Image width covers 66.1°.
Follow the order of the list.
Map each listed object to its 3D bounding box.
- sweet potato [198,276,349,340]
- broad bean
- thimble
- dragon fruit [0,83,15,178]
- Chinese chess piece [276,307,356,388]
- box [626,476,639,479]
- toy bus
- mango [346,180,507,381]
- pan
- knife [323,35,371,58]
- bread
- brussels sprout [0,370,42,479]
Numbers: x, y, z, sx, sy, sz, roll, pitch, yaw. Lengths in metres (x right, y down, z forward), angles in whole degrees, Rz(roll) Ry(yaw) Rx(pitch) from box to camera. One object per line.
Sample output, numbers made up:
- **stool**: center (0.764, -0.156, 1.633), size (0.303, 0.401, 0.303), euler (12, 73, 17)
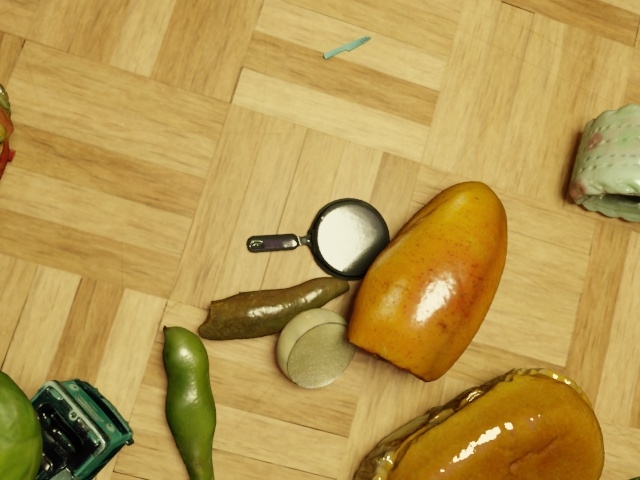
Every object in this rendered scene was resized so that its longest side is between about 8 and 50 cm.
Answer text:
- **sweet potato**: center (-0.069, 0.104, 0.750), size (0.244, 0.077, 0.077), euler (-12, 87, -5)
- **broad bean**: center (-0.175, 0.274, 0.735), size (0.098, 0.056, 0.317), euler (-24, 93, -15)
- **thimble**: center (0.518, -0.113, 0.787), size (0.211, 0.185, 0.149), euler (17, 85, -20)
- **dragon fruit**: center (-0.540, -0.146, 0.609), size (0.269, 0.291, 0.250), euler (-39, 85, -10)
- **Chinese chess piece**: center (-0.006, 0.161, 0.740), size (0.122, 0.051, 0.122), euler (-11, 117, -23)
- **box**: center (0.566, 0.510, 0.810), size (0.132, 0.034, 0.235), euler (-11, 87, -8)
- **toy bus**: center (-0.384, 0.312, 0.656), size (0.128, 0.147, 0.256), euler (43, 85, 9)
- **mango**: center (0.182, 0.047, 0.741), size (0.201, 0.199, 0.350), euler (49, 66, -29)
- **pan**: center (0.000, 0.000, 0.791), size (0.235, 0.028, 0.136), euler (-4, 85, -7)
- **knife**: center (0.046, -0.328, 0.837), size (0.091, 0.005, 0.014), euler (-28, 88, -9)
- **bread**: center (0.219, 0.338, 0.710), size (0.389, 0.183, 0.236), euler (-38, 93, -9)
- **brussels sprout**: center (-0.417, 0.233, 0.500), size (0.244, 0.244, 0.243), euler (1, 85, -7)
